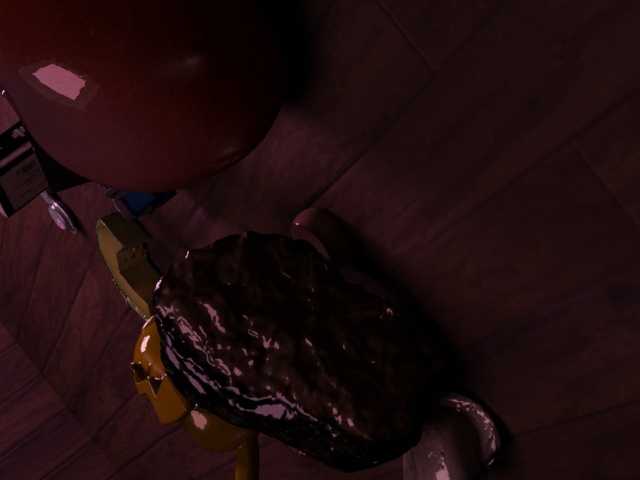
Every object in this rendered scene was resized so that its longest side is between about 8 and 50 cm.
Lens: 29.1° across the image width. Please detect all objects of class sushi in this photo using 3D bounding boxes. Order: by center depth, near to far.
[{"bbox_3d":[-0.027,0.130,1.452,0.350,0.211,0.171,34,149,5],"label":"sushi"}]

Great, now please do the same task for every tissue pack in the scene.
[{"bbox_3d":[-0.484,-0.133,2.033,0.090,0.170,0.103,34,153,36],"label":"tissue pack"}]

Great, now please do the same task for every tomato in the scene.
[{"bbox_3d":[-0.211,-0.199,1.305,0.341,0.273,0.341,41,154,25],"label":"tomato"}]

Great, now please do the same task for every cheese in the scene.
[{"bbox_3d":[-0.504,-0.061,2.354,0.121,0.026,0.067,51,156,4],"label":"cheese"}]

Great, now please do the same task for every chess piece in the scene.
[{"bbox_3d":[0.000,0.000,1.494,0.083,0.038,0.084,39,151,27],"label":"chess piece"}]

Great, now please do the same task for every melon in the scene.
[{"bbox_3d":[-0.321,0.037,2.112,0.118,0.064,0.209,35,149,37],"label":"melon"}]

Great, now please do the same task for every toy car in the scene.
[{"bbox_3d":[-0.244,-0.095,1.720,0.097,0.100,0.191,54,-170,-3],"label":"toy car"}]

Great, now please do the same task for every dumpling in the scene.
[{"bbox_3d":[0.153,0.260,1.507,0.176,0.092,0.150,99,153,-52],"label":"dumpling"}]

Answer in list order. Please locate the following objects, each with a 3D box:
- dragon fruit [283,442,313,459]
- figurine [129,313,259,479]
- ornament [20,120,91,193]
[{"bbox_3d":[-0.004,0.200,1.619,0.209,0.172,0.172,62,159,14],"label":"dragon fruit"},{"bbox_3d":[-0.199,0.243,2.040,0.326,0.169,0.218,31,154,42],"label":"figurine"},{"bbox_3d":[-0.369,-0.208,1.843,0.196,0.153,0.166,-117,10,-47],"label":"ornament"}]
